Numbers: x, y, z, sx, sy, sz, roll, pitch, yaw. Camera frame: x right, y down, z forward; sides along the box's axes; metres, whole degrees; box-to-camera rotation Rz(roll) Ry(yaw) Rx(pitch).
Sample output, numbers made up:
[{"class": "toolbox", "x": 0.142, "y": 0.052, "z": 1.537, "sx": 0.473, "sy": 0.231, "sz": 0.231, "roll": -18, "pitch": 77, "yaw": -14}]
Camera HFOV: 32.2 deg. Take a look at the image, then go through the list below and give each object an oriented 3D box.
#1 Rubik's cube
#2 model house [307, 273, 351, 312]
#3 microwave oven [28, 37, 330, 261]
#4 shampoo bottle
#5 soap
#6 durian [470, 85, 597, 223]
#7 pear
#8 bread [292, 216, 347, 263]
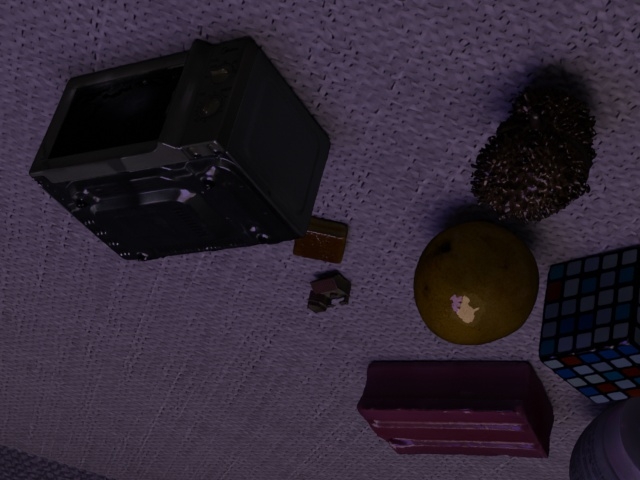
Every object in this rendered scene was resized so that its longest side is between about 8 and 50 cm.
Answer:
[{"class": "Rubik's cube", "x": 0.492, "y": 0.145, "z": 1.847, "sx": 0.184, "sy": 0.187, "sz": 0.182, "roll": -16, "pitch": 138, "yaw": 42}, {"class": "model house", "x": 0.008, "y": 0.098, "z": 2.089, "sx": 0.083, "sy": 0.057, "sz": 0.058, "roll": -13, "pitch": 145, "yaw": 40}, {"class": "microwave oven", "x": -0.209, "y": -0.115, "z": 1.676, "sx": 0.355, "sy": 0.218, "sz": 0.286, "roll": -6, "pitch": 142, "yaw": 30}, {"class": "shampoo bottle", "x": 0.646, "y": 0.450, "z": 2.193, "sx": 0.273, "sy": 0.273, "sz": 0.266, "roll": 17, "pitch": 142, "yaw": -6}, {"class": "soap", "x": 0.287, "y": 0.360, "z": 2.332, "sx": 0.359, "sy": 0.128, "sz": 0.233, "roll": -3, "pitch": 144, "yaw": 25}, {"class": "durian", "x": 0.288, "y": -0.120, "z": 1.497, "sx": 0.167, "sy": 0.196, "sz": 0.196, "roll": 8, "pitch": 149, "yaw": 13}, {"class": "pear", "x": 0.248, "y": 0.066, "z": 1.797, "sx": 0.209, "sy": 0.209, "sz": 0.209, "roll": 10, "pitch": 149, "yaw": 6}, {"class": "bread", "x": 0.000, "y": 0.000, "z": 1.953, "sx": 0.090, "sy": 0.035, "sz": 0.094, "roll": 12, "pitch": 149, "yaw": 2}]
